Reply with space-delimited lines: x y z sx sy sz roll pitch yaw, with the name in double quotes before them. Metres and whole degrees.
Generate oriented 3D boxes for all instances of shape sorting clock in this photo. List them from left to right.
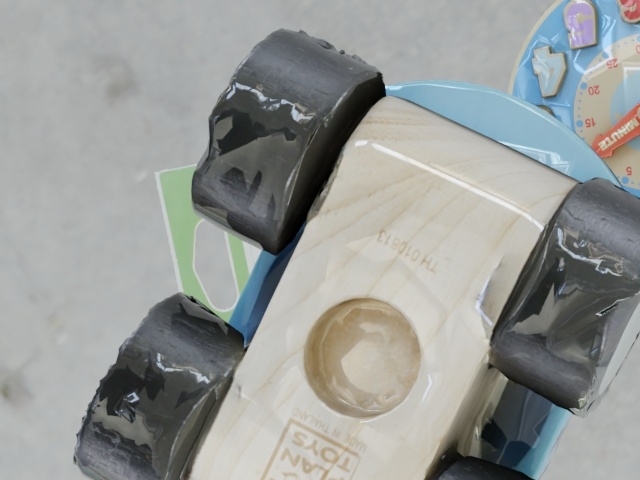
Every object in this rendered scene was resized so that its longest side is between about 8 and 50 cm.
"shape sorting clock" 0.230 -0.090 1.317 0.206 0.040 0.206 2 97 18

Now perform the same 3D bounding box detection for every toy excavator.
"toy excavator" 0.040 0.127 1.080 0.222 0.445 0.433 26 95 14

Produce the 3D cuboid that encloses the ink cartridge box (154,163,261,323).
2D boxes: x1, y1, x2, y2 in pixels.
"ink cartridge box" 0.000 0.000 1.525 0.235 0.056 0.171 -11 96 2
